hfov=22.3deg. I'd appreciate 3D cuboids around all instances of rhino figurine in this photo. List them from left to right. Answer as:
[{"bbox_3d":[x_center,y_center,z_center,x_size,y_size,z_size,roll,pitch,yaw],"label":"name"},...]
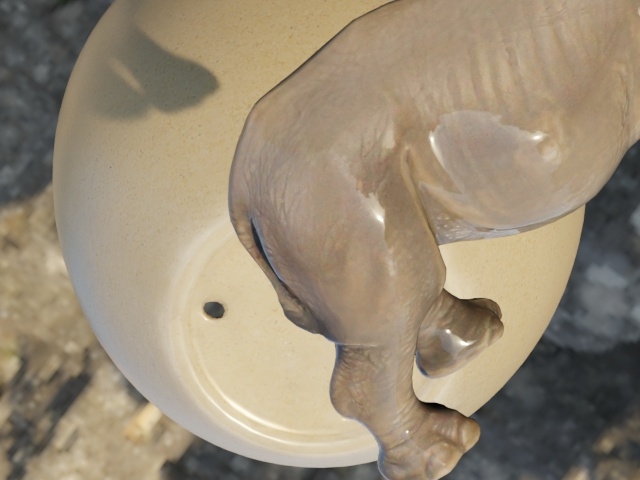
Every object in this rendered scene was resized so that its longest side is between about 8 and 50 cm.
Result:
[{"bbox_3d":[0.081,-0.052,0.429,0.106,0.243,0.073,52,177,-22],"label":"rhino figurine"}]

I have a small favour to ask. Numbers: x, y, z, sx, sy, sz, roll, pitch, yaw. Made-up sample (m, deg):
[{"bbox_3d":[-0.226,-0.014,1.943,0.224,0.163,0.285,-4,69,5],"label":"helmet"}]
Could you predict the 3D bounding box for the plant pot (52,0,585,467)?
[{"bbox_3d":[0.000,0.000,0.792,0.284,0.284,0.191,39,-161,-16],"label":"plant pot"}]
